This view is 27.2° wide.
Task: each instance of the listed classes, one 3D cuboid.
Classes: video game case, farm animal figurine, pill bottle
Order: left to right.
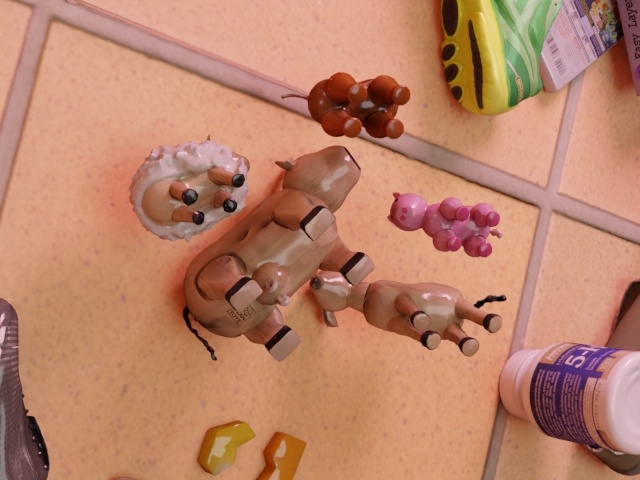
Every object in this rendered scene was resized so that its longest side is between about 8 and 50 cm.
[{"bbox_3d":[0.000,0.000,1.297,0.327,0.172,0.330,-29,115,-18],"label":"farm animal figurine"},{"bbox_3d":[0.289,-0.306,1.564,0.183,0.023,0.201,-39,111,-27],"label":"video game case"},{"bbox_3d":[0.293,0.171,1.479,0.112,0.187,0.112,-1,92,-35],"label":"pill bottle"}]

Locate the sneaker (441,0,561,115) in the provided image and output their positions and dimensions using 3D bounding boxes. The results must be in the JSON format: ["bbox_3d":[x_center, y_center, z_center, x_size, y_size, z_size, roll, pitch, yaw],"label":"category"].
[{"bbox_3d":[0.196,-0.288,1.457,0.124,0.109,0.295,-11,107,-37],"label":"sneaker"}]

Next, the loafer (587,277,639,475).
[{"bbox_3d":[0.378,0.157,1.595,0.087,0.094,0.251,17,82,-38],"label":"loafer"}]

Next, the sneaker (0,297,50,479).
[{"bbox_3d":[-0.283,0.169,1.152,0.106,0.078,0.234,16,77,-46],"label":"sneaker"}]

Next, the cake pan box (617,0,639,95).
[{"bbox_3d":[0.457,-0.326,1.636,0.246,0.070,0.266,-26,106,-38],"label":"cake pan box"}]

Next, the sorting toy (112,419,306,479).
[{"bbox_3d":[-0.122,0.317,1.284,0.229,0.041,0.307,29,75,-32],"label":"sorting toy"}]
